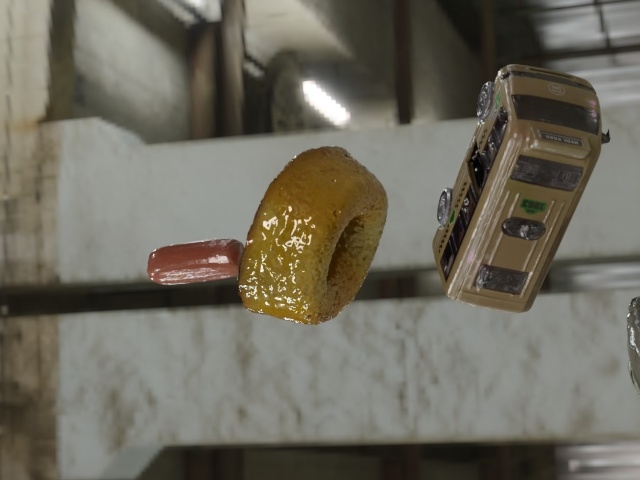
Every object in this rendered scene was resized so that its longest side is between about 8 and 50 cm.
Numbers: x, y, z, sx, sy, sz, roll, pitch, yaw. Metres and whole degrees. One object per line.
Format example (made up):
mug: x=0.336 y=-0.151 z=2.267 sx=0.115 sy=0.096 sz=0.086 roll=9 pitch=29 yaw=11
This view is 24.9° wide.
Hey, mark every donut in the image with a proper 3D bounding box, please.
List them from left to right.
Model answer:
donut: x=0.001 y=-0.001 z=2.010 sx=0.277 sy=0.108 sz=0.278 roll=-52 pitch=-24 yaw=-35

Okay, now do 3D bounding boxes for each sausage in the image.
sausage: x=-0.189 y=0.033 z=2.193 sx=0.062 sy=0.154 sz=0.062 roll=-7 pitch=-90 yaw=-74

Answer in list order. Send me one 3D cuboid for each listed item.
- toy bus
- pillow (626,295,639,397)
toy bus: x=0.238 y=-0.059 z=1.760 sx=0.157 sy=0.139 sz=0.290 roll=-94 pitch=19 yaw=-53
pillow: x=0.371 y=0.158 z=1.350 sx=0.255 sy=0.059 sz=0.169 roll=28 pitch=-152 yaw=-36
